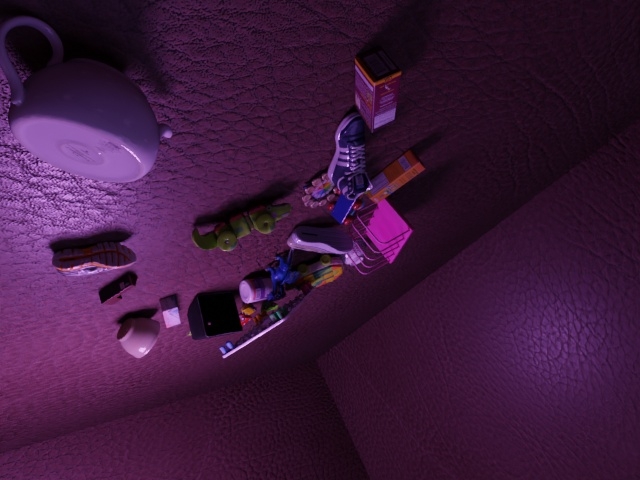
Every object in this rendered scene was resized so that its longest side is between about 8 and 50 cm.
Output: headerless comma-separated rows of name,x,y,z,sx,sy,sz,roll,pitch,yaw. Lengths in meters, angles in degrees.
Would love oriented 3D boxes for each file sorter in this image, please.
file sorter,0.236,-0.012,1.809,0.182,0.202,0.291,-27,157,-24

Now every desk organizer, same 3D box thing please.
desk organizer,-0.689,0.170,1.417,0.130,0.047,0.050,-31,158,8

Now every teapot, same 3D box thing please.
teapot,-0.413,-0.238,0.753,0.252,0.187,0.256,12,160,-16

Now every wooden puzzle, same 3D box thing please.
wooden puzzle,-0.023,-0.180,1.470,0.078,0.014,0.116,-32,156,-1

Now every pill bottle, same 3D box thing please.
pill bottle,-0.261,0.217,1.884,0.193,0.108,0.108,-6,148,-39

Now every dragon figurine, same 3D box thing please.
dragon figurine,-0.150,0.139,1.792,0.289,0.144,0.085,-48,153,23

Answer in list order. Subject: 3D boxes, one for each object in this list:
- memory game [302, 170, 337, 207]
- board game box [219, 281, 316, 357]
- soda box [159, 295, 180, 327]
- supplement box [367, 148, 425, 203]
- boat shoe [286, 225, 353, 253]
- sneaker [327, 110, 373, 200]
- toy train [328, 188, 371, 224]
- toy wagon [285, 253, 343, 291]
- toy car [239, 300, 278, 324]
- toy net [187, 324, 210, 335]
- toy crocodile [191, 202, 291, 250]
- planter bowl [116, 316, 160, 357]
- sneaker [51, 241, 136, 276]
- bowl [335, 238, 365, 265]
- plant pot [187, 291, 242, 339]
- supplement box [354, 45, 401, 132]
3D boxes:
memory game,0.015,-0.184,1.475,0.186,0.012,0.186,-28,155,-15
board game box,-0.236,0.353,1.905,0.390,0.050,0.390,-35,180,23
soda box,-0.628,0.300,1.723,0.062,0.058,0.183,-17,154,-23
supplement box,0.280,-0.243,1.585,0.233,0.080,0.078,-35,153,21
boat shoe,0.000,0.000,1.735,0.302,0.109,0.094,12,154,-32
sneaker,0.109,-0.249,1.286,0.099,0.153,0.282,-17,149,-23
toy train,0.138,-0.181,1.521,0.143,0.105,0.248,-32,160,-41
toy wagon,-0.051,0.184,2.068,0.344,0.068,0.267,-23,155,-4
toy car,-0.333,0.362,2.163,0.224,0.053,0.239,-14,153,-29
toy net,-0.547,0.418,2.063,0.232,0.045,0.122,-25,154,-10
toy crocodile,-0.257,-0.054,1.375,0.340,0.105,0.115,-25,-163,-9
planter bowl,-0.743,0.375,1.661,0.162,0.162,0.109,-35,127,16
sneaker,-0.655,0.061,1.206,0.214,0.084,0.083,-2,150,-28
bowl,0.166,0.074,2.085,0.170,0.080,0.170,-23,154,-11
plant pot,-0.490,0.350,1.839,0.167,0.188,0.187,-31,159,37
supplement box,0.150,-0.399,1.106,0.080,0.104,0.188,-26,156,-6
